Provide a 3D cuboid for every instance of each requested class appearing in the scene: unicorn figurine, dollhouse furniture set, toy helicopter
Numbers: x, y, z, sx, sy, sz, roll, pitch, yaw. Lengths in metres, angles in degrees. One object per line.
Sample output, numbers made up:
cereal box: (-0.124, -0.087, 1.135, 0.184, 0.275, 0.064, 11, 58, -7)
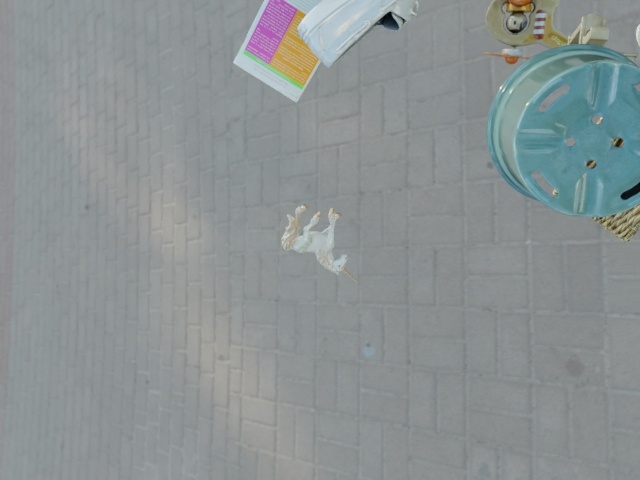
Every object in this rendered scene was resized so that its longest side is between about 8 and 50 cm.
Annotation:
unicorn figurine: (0.000, 0.000, 0.948, 0.060, 0.161, 0.111, 46, 122, 61)
dollhouse furniture set: (0.712, -0.494, 1.330, 0.160, 0.182, 0.101, 8, 86, 7)
toy helicopter: (0.663, -0.616, 1.658, 0.355, 0.140, 0.235, 34, 109, 6)

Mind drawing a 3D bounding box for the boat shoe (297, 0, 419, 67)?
boat shoe: (0.066, -0.243, 0.558, 0.184, 0.066, 0.063, -36, 95, -12)

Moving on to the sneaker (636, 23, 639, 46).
sneaker: (0.870, -0.491, 1.413, 0.058, 0.084, 0.152, -31, 72, 27)

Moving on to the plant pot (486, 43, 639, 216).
plant pot: (0.488, -0.199, 1.027, 0.340, 0.334, 0.341, 5, 108, 16)

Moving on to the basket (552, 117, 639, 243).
basket: (0.753, -0.189, 1.304, 0.223, 0.213, 0.299, 42, 151, 24)

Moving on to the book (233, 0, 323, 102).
book: (-0.034, -0.260, 0.674, 0.144, 0.096, 0.035, -54, 17, 26)
